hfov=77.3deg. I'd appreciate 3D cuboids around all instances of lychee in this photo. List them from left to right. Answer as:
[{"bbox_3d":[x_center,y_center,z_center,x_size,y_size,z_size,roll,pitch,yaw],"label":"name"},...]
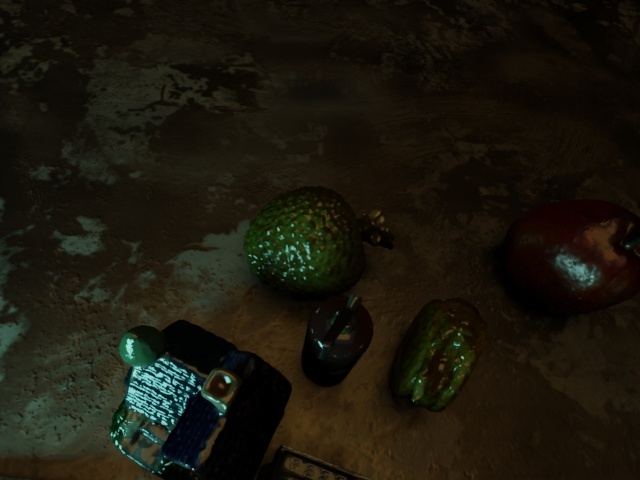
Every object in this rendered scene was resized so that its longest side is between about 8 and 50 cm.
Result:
[{"bbox_3d":[-0.012,0.003,0.908,0.320,0.270,0.270,-18,56,24],"label":"lychee"}]

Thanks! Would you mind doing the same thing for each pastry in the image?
[{"bbox_3d":[0.250,0.232,0.824,0.132,0.235,0.240,27,74,3],"label":"pastry"}]

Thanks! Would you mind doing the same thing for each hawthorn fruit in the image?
[{"bbox_3d":[0.623,0.026,0.943,0.285,0.369,0.284,2,78,-11],"label":"hawthorn fruit"}]

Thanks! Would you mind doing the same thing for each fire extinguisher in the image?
[{"bbox_3d":[0.023,0.194,0.746,0.114,0.337,0.135,28,60,10],"label":"fire extinguisher"}]

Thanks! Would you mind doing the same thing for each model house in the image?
[{"bbox_3d":[-0.216,0.278,0.699,0.298,0.284,0.243,25,54,6],"label":"model house"}]

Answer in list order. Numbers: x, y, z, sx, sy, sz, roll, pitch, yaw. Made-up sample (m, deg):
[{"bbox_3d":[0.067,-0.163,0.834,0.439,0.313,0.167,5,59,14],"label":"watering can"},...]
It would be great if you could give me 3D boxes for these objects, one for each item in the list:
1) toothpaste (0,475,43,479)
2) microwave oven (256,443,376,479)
[{"bbox_3d":[-0.528,0.437,0.683,0.314,0.056,0.058,5,19,-3],"label":"toothpaste"},{"bbox_3d":[-0.026,0.519,0.637,0.238,0.181,0.295,21,59,2],"label":"microwave oven"}]
